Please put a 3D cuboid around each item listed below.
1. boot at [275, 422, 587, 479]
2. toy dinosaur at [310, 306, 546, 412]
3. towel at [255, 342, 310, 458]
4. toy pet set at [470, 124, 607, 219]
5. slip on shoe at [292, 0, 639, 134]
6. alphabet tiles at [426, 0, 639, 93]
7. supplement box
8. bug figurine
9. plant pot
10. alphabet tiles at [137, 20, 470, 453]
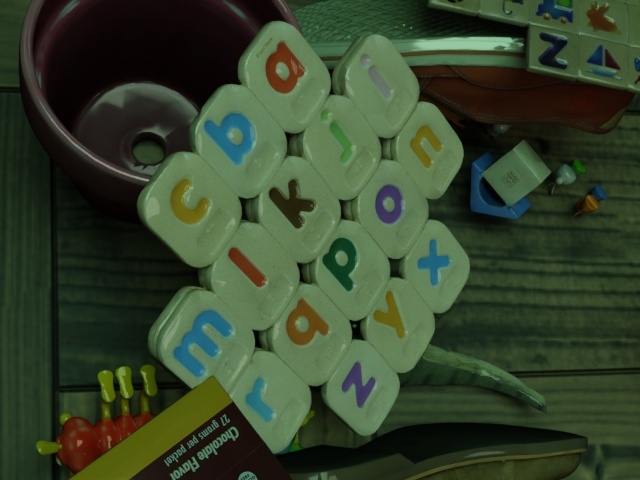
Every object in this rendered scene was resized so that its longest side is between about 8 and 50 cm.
[{"bbox_3d":[0.084,0.199,0.829,0.305,0.112,0.115,-4,88,-38],"label":"boot"},{"bbox_3d":[0.057,0.075,0.904,0.268,0.064,0.118,4,85,-14],"label":"toy dinosaur"},{"bbox_3d":[-0.049,0.134,0.803,0.067,0.029,0.119,26,60,-11],"label":"towel"},{"bbox_3d":[0.180,-0.054,0.995,0.122,0.065,0.114,51,32,2],"label":"toy pet set"},{"bbox_3d":[0.103,-0.143,0.939,0.332,0.101,0.123,5,34,10],"label":"slip on shoe"},{"bbox_3d":[0.201,-0.207,0.875,0.237,0.009,0.198,10,64,-7],"label":"alphabet tiles"},{"bbox_3d":[-0.078,0.216,0.659,0.129,0.191,0.194,-35,84,-31],"label":"supplement box"},{"bbox_3d":[-0.088,0.231,0.803,0.216,0.072,0.278,-2,67,-22],"label":"bug figurine"},{"bbox_3d":[-0.126,-0.100,0.847,0.201,0.180,0.201,5,70,-14],"label":"plant pot"},{"bbox_3d":[0.000,0.000,0.786,0.278,0.021,0.284,48,66,-36],"label":"alphabet tiles"}]
